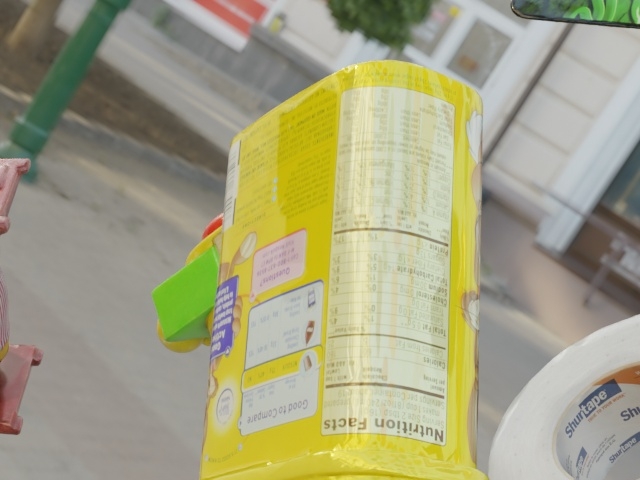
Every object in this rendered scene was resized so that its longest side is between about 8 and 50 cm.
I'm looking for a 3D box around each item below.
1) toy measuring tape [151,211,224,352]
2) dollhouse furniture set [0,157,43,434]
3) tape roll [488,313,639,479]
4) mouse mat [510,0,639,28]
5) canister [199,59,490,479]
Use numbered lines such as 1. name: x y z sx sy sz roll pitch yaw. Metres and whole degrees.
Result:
1. toy measuring tape: 0.000 0.000 1.054 0.121 0.330 0.121 34 36 -30
2. dollhouse furniture set: -0.311 0.110 1.018 0.152 0.201 0.374 2 32 -2
3. tape roll: 0.229 0.149 0.972 0.072 0.219 0.219 53 -3 -28
4. mouse mat: 0.226 -0.213 0.953 0.152 0.190 0.007 9 -33 24
5. canister: 0.008 0.031 0.525 0.073 0.170 0.126 17 -25 -31
